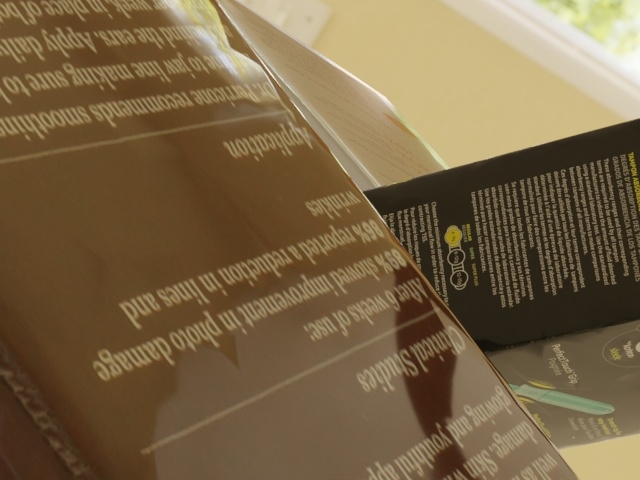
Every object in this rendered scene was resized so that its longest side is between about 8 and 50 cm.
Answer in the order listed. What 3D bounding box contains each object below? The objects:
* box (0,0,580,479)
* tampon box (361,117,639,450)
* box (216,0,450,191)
[{"bbox_3d":[-0.016,0.108,0.439,0.143,0.381,0.191,-42,170,23],"label":"box"},{"bbox_3d":[0.095,0.031,0.896,0.120,0.161,0.101,55,26,-55],"label":"tampon box"},{"bbox_3d":[0.000,0.000,1.325,0.168,0.215,0.345,-51,-140,11],"label":"box"}]
